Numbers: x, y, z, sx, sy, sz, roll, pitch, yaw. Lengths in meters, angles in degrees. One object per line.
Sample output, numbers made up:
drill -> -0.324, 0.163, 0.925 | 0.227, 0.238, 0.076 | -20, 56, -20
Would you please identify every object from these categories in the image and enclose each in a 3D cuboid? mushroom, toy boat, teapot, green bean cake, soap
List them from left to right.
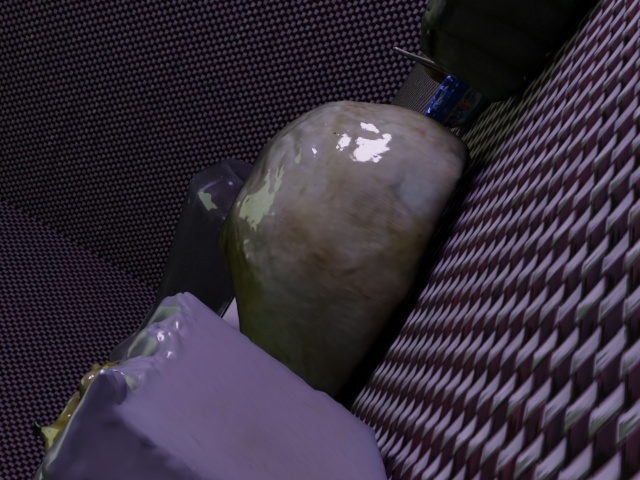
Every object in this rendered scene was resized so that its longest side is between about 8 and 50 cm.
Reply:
soap -> -0.096, 0.197, 0.472 | 0.302, 0.159, 0.258 | -57, 6, 6
teapot -> -0.124, 0.081, 1.462 | 0.344, 0.300, 0.253 | -56, 47, 13
mushroom -> -0.002, 0.004, 0.826 | 0.267, 0.164, 0.189 | -58, 2, 18
toy boat -> 0.125, -0.174, 1.021 | 0.091, 0.110, 0.175 | -60, 1, -27
green bean cake -> 0.180, -0.253, 0.830 | 0.222, 0.125, 0.227 | -57, 8, 47

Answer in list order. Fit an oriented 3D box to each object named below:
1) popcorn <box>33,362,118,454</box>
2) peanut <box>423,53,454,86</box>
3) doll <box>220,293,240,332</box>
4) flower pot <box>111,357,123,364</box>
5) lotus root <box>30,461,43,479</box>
popcorn -> -0.180, 0.234, 0.969 | 0.249, 0.225, 0.249 | -57, 9, 13
peanut -> 0.187, -0.255, 1.064 | 0.228, 0.085, 0.104 | -55, 14, 42
doll -> -0.078, 0.147, 1.207 | 0.271, 0.144, 0.208 | -58, -21, -57
flower pot -> -0.205, 0.281, 1.250 | 0.212, 0.212, 0.202 | -58, 24, 32
lotus root -> -0.342, 0.457, 1.351 | 0.250, 0.250, 0.346 | -58, 3, 28
